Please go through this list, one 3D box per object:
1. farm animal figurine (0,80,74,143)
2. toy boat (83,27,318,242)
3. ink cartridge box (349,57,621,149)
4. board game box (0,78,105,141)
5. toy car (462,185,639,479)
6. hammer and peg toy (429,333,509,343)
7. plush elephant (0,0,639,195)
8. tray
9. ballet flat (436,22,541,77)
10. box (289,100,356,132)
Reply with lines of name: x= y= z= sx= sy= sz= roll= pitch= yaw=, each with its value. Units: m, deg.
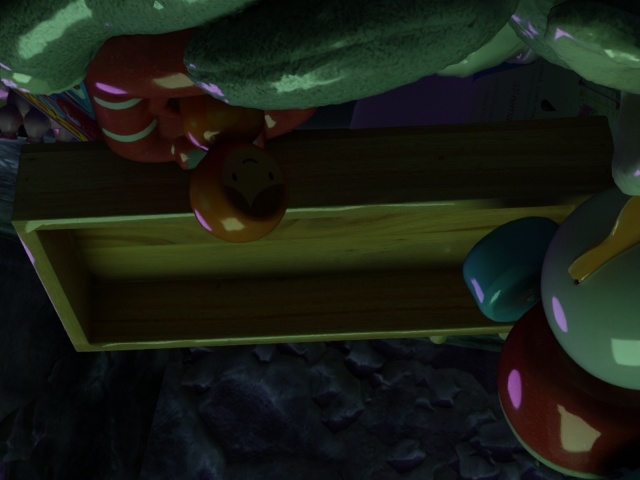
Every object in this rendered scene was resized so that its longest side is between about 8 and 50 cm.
farm animal figurine: x=-0.304 y=-0.187 z=1.194 sx=0.330 sy=0.172 sz=0.327 roll=8 pitch=-176 yaw=-17
toy boat: x=-0.058 y=-0.072 z=0.732 sx=0.151 sy=0.151 sz=0.231 roll=-14 pitch=168 yaw=-6
ink cartridge box: x=0.167 y=-0.091 z=1.061 sx=0.232 sy=0.171 sz=0.168 roll=20 pitch=167 yaw=-32
board game box: x=-0.250 y=-0.202 z=0.892 sx=0.308 sy=0.086 sz=0.302 roll=37 pitch=171 yaw=6
toy car: x=0.202 y=0.030 z=0.688 sx=0.210 sy=0.219 sz=0.238 roll=-21 pitch=151 yaw=-4
hammer and peg toy: x=0.279 y=0.017 z=1.337 sx=0.361 sy=0.127 sz=0.266 roll=11 pitch=145 yaw=-20
plush elephant: x=0.066 y=-0.158 z=0.549 sx=0.330 sy=0.272 sz=0.255 roll=3 pitch=163 yaw=37
tray: x=0.000 y=0.000 z=0.923 sx=0.410 sy=0.076 sz=0.203 roll=-3 pitch=149 yaw=1
ballet flat: x=0.054 y=-0.180 z=0.845 sx=0.400 sy=0.139 sz=0.139 roll=12 pitch=170 yaw=1
box: x=0.074 y=-0.124 z=1.212 sx=0.156 sy=0.093 sz=0.158 roll=3 pitch=167 yaw=44
